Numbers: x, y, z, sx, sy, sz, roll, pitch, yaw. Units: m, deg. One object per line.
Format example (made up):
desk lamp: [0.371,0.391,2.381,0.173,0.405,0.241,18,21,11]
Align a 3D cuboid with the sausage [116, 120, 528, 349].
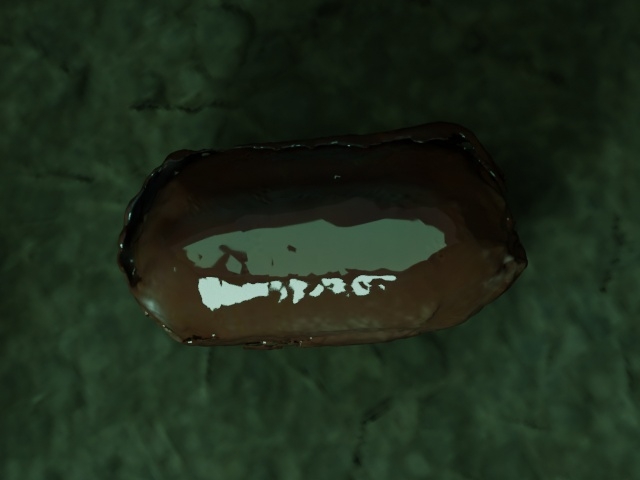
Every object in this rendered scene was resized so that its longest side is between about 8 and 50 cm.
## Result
sausage: [0.000,0.000,0.613,0.141,0.076,0.076,-7,83,10]
